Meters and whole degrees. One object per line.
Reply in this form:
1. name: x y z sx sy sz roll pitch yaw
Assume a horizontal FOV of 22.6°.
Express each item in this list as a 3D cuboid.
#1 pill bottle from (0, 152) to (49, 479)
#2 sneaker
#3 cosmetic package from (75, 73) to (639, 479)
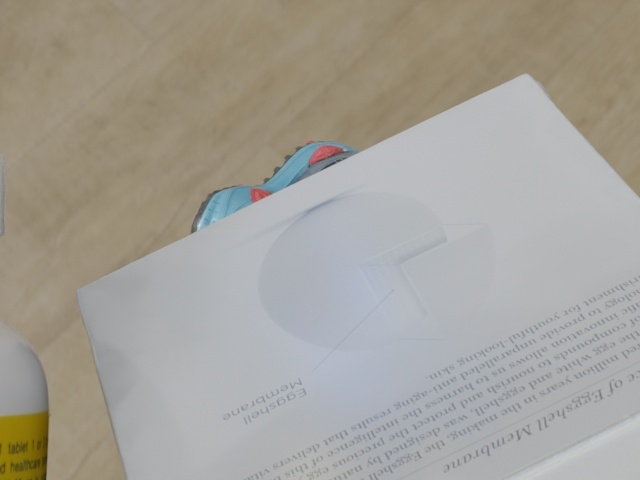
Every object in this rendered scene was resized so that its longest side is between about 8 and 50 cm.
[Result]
1. pill bottle: -0.202 0.127 0.625 0.188 0.188 0.333 3 87 -9
2. sneaker: 0.000 0.000 1.322 0.125 0.104 0.262 24 29 21
3. cosmetic package: 0.044 0.078 0.637 0.224 0.138 0.224 -26 33 -1
